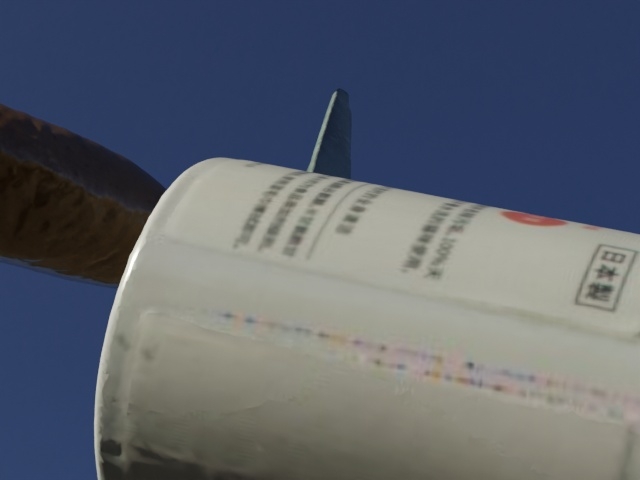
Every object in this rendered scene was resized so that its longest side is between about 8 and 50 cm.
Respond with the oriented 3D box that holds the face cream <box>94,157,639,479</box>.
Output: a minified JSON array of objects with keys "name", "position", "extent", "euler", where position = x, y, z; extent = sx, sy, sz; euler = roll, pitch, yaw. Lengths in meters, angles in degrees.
[{"name":"face cream","position":[0.119,0.074,0.565],"extent":[0.370,0.145,0.145],"euler":[12,-48,20]}]

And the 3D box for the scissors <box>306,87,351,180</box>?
[{"name":"scissors","position":[0.000,0.000,1.080],"extent":[0.029,0.447,0.192],"euler":[-34,-69,20]}]

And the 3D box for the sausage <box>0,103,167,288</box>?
[{"name":"sausage","position":[-0.319,-0.061,1.320],"extent":[0.501,0.123,0.136],"euler":[16,-34,-23]}]
